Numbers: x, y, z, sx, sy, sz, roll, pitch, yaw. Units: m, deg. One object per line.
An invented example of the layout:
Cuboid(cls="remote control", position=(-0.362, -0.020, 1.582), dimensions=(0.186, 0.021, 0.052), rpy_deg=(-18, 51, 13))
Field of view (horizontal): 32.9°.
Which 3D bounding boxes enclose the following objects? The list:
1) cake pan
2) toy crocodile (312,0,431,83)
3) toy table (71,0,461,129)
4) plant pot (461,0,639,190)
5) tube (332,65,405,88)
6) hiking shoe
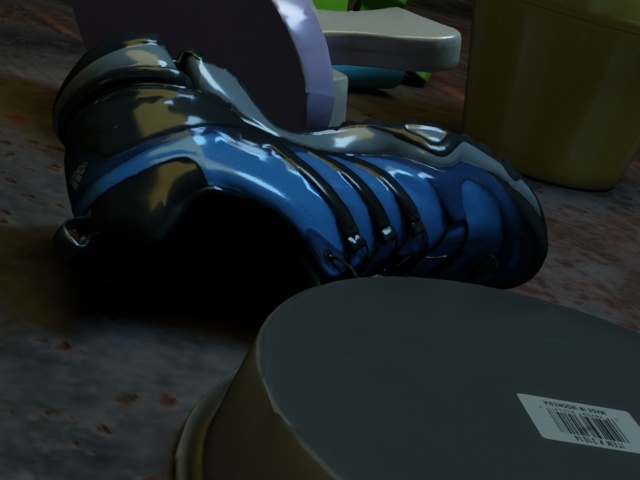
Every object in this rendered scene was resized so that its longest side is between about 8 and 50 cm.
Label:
Cuboid(cls="cake pan", position=(0.092, 0.092, 0.424), dimensions=(0.293, 0.054, 0.293), rpy_deg=(14, 19, -5))
Cuboid(cls="toy crocodile", position=(-0.007, -0.273, 1.306), dimensions=(0.340, 0.115, 0.105), rpy_deg=(13, 0, -12))
Cuboid(cls="toy table", position=(-0.044, -0.165, 0.801), dimensions=(0.160, 0.252, 0.274), rpy_deg=(-22, 50, -36))
Cuboid(cls="plant pot", position=(0.246, -0.187, 1.052), dimensions=(0.254, 0.239, 0.254), rpy_deg=(14, 18, -5))
Cuboid(cls="tube", position=(-0.003, -0.190, 1.178), dimensions=(0.207, 0.052, 0.080), rpy_deg=(-7, 18, -34))
Cuboid(cls="hiking shoe", position=(0.000, 0.000, 0.587), dimensions=(0.304, 0.113, 0.132), rpy_deg=(13, 48, -26))
